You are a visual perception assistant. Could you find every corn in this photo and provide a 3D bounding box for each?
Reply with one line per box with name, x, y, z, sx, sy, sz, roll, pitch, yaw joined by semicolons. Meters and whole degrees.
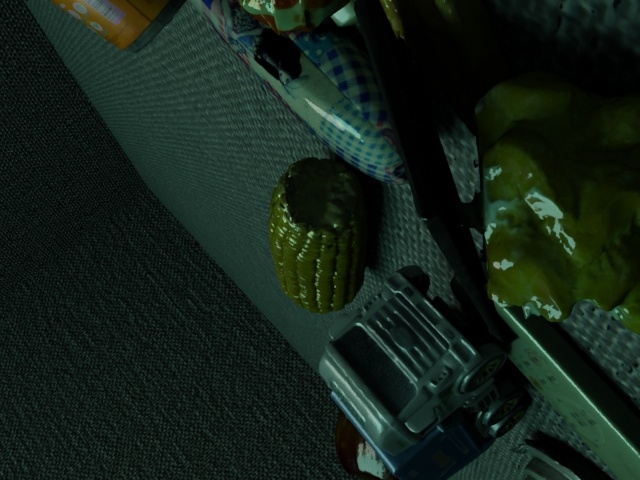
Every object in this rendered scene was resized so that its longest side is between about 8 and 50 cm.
corn;0.000;0.000;0.935;0.131;0.131;0.344;47;166;15

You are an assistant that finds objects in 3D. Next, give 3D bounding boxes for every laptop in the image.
laptop;0.064;-0.047;0.443;0.135;0.016;0.197;52;-157;-46

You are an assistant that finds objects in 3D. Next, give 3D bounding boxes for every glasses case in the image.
glasses case;-0.031;-0.168;0.607;0.327;0.076;0.125;49;-172;22

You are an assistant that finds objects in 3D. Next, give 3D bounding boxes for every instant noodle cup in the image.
instant noodle cup;-0.205;-0.281;0.773;0.125;0.178;0.208;39;-155;-25

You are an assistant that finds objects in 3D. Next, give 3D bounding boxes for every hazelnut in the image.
hazelnut;0.143;0.370;1.419;0.234;0.218;0.218;-8;123;54

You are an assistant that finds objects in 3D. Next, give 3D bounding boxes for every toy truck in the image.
toy truck;0.123;0.175;0.843;0.146;0.175;0.367;46;175;32

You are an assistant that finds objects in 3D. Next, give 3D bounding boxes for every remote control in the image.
remote control;0.239;0.140;0.691;0.309;0.038;0.090;49;168;10

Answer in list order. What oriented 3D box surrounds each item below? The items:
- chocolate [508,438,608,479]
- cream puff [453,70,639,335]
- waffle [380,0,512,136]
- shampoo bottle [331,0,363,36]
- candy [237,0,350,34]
chocolate;0.290;0.359;0.911;0.221;0.147;0.221;51;171;11
cream puff;0.145;-0.021;0.390;0.156;0.121;0.156;11;-168;-2
waffle;0.086;-0.108;0.507;0.125;0.032;0.191;31;156;53
shampoo bottle;0.010;-0.188;0.528;0.034;0.049;0.141;-29;110;33
candy;-0.010;-0.236;0.381;0.078;0.084;0.287;11;142;6
